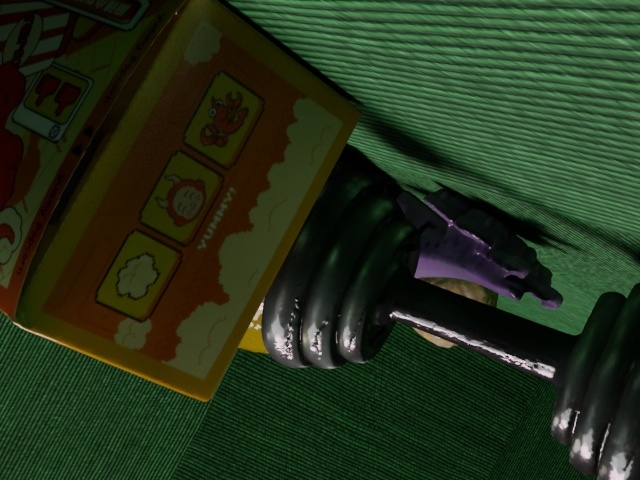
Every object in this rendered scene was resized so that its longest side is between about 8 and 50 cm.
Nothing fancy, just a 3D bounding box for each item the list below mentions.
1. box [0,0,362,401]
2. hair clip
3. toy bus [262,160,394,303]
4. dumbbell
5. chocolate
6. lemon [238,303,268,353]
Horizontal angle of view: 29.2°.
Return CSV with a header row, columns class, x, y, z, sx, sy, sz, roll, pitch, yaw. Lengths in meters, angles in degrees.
class,x,y,z,sx,sy,sz,roll,pitch,yaw
box,-0.174,-0.067,0.950,0.283,0.259,0.214,26,178,43
hair clip,0.131,0.003,1.181,0.137,0.090,0.278,44,162,-25
toy bus,0.000,0.000,1.353,0.143,0.179,0.305,27,178,26
dumbbell,0.129,0.069,0.974,0.406,0.179,0.179,21,176,18
chocolate,0.169,0.078,1.700,0.134,0.134,0.309,28,176,-1
lemon,-0.070,0.026,1.716,0.285,0.285,0.316,29,-168,-25
